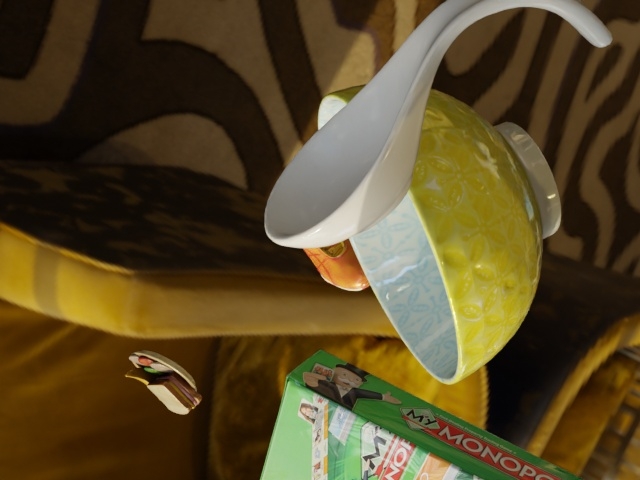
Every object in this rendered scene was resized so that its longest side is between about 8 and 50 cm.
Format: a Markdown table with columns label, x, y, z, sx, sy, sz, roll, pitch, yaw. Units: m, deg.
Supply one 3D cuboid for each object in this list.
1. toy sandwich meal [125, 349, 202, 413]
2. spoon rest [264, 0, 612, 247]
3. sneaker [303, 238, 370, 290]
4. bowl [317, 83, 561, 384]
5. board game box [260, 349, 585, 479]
| label | x | y | z | sx | sy | sz | roll | pitch | yaw |
| --- | --- | --- | --- | --- | --- | --- | --- | --- | --- |
| toy sandwich meal | -0.161 | 0.144 | 1.121 | 0.029 | 0.085 | 0.086 | -60 | 146 | -26 |
| spoon rest | 0.064 | -0.094 | 0.778 | 0.276 | 0.137 | 0.084 | -36 | 116 | 13 |
| sneaker | 0.000 | 0.000 | 1.332 | 0.064 | 0.175 | 0.067 | -48 | 146 | -1 |
| bowl | 0.126 | -0.029 | 1.026 | 0.156 | 0.289 | 0.289 | -24 | 133 | -11 |
| board game box | 0.044 | 0.248 | 0.670 | 0.046 | 0.213 | 0.317 | -32 | 143 | -57 |
